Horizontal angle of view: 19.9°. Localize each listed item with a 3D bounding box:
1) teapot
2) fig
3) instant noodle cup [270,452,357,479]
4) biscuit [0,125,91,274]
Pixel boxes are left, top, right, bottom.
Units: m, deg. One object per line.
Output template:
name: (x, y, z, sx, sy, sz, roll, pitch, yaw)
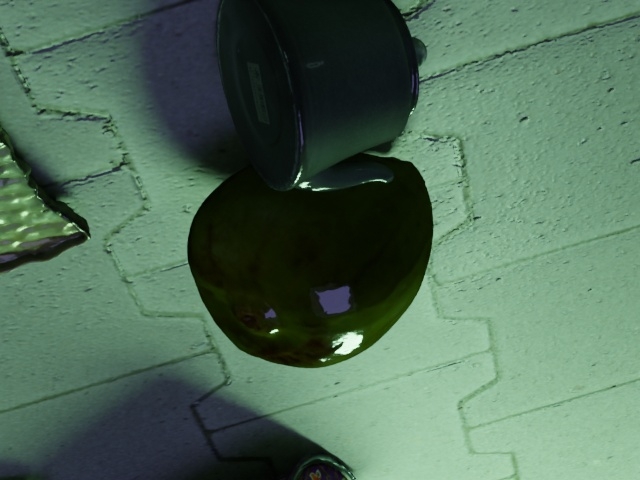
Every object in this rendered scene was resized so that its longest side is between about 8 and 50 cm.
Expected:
teapot: (0.016, -0.142, 1.416, 0.149, 0.162, 0.239, -14, 120, -19)
fig: (0.000, 0.000, 1.611, 0.225, 0.203, 0.203, -49, 164, -31)
instant noodle cup: (-0.077, 0.444, 2.139, 0.266, 0.340, 0.340, -19, 149, 20)
biscuit: (-0.325, -0.039, 1.518, 0.187, 0.036, 0.273, -20, 149, 7)
